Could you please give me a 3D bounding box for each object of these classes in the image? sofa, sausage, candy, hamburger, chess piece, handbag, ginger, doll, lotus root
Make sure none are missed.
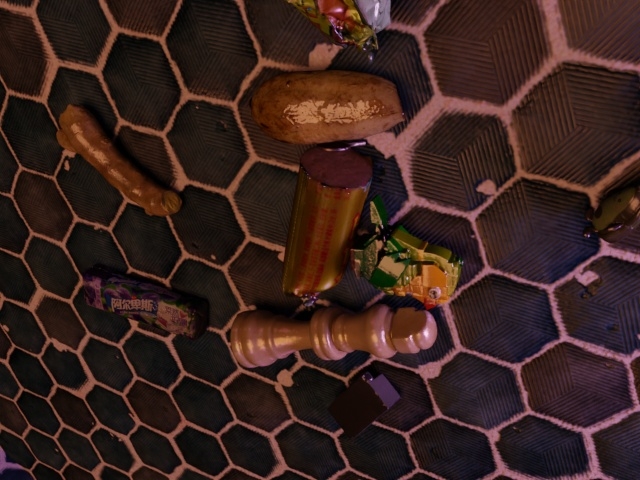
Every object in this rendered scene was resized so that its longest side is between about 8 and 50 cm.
[{"bbox_3d":[0.088,0.323,1.207,0.085,0.060,0.147,49,129,16],"label":"sofa"},{"bbox_3d":[-0.001,0.001,1.014,0.117,0.125,0.317,29,128,23],"label":"sausage"},{"bbox_3d":[-0.392,0.137,1.339,0.312,0.061,0.088,15,121,19],"label":"candy"},{"bbox_3d":[-0.002,-0.354,0.755,0.261,0.276,0.150,37,104,-5],"label":"hamburger"},{"bbox_3d":[0.023,0.175,1.117,0.397,0.117,0.117,-8,113,29],"label":"chess piece"},{"bbox_3d":[0.407,-0.042,0.809,0.047,0.072,0.111,24,148,-5],"label":"handbag"},{"bbox_3d":[-0.397,-0.146,1.175,0.299,0.065,0.118,41,141,3],"label":"ginger"},{"bbox_3d":[0.137,0.030,0.972,0.186,0.106,0.134,31,117,8],"label":"doll"},{"bbox_3d":[0.001,-0.204,0.917,0.259,0.097,0.110,1,115,23],"label":"lotus root"}]

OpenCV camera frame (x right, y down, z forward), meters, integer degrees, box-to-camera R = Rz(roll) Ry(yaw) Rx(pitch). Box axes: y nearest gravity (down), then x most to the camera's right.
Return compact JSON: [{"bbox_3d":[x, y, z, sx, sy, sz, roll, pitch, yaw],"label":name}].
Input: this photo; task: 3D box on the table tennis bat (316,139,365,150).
[{"bbox_3d":[0.033,-0.149,0.943,0.050,0.083,0.007,35,130,55],"label":"table tennis bat"}]
